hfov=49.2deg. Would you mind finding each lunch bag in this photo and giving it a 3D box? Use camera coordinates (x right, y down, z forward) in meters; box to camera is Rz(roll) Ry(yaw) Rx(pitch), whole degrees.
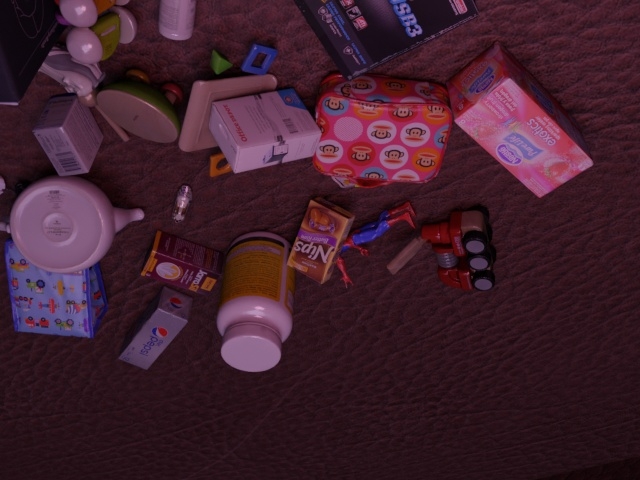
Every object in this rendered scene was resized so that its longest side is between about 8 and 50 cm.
[{"bbox_3d":[0.128,-0.223,1.524,0.293,0.120,0.258,6,133,-2],"label":"lunch bag"},{"bbox_3d":[-0.715,0.106,1.881,0.221,0.138,0.293,5,125,0],"label":"lunch bag"}]

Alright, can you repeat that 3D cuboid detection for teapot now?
[{"bbox_3d":[-0.610,-0.046,1.686,0.256,0.187,0.252,42,96,-11],"label":"teapot"}]

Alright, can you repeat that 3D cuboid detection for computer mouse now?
[{"bbox_3d":[-0.806,-0.133,1.695,0.193,0.042,0.106,26,130,-22],"label":"computer mouse"}]

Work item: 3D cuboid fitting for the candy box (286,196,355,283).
[{"bbox_3d":[0.000,0.000,1.724,0.109,0.053,0.186,28,114,17],"label":"candy box"}]

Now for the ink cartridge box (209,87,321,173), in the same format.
[{"bbox_3d":[-0.117,-0.231,1.457,0.191,0.139,0.082,-17,151,-26],"label":"ink cartridge box"}]

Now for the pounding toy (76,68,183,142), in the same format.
[{"bbox_3d":[-0.385,-0.304,1.497,0.237,0.110,0.183,6,155,38],"label":"pounding toy"}]

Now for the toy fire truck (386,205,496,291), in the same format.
[{"bbox_3d":[0.309,0.042,1.775,0.247,0.158,0.217,-3,136,21],"label":"toy fire truck"}]

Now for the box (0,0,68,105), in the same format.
[{"bbox_3d":[-0.618,-0.476,1.184,0.212,0.293,0.395,1,134,2],"label":"box"}]

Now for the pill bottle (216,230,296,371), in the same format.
[{"bbox_3d":[-0.159,0.151,1.750,0.188,0.333,0.187,1,134,1],"label":"pill bottle"}]

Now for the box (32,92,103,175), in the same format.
[{"bbox_3d":[-0.546,-0.232,1.525,0.072,0.137,0.126,-7,133,10],"label":"box"}]

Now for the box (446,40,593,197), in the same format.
[{"bbox_3d":[0.419,-0.248,1.473,0.300,0.154,0.142,34,126,-28],"label":"box"}]

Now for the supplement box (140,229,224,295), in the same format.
[{"bbox_3d":[-0.363,0.062,1.845,0.188,0.080,0.104,20,131,-18],"label":"supplement box"}]

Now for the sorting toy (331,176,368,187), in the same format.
[{"bbox_3d":[0.067,-0.149,1.665,0.075,0.044,0.083,-17,134,43],"label":"sorting toy"}]

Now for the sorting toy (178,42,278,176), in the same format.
[{"bbox_3d":[-0.204,-0.279,1.498,0.196,0.047,0.347,-14,144,-37],"label":"sorting toy"}]

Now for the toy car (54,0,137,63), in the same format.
[{"bbox_3d":[-0.443,-0.435,1.329,0.136,0.159,0.182,22,136,15],"label":"toy car"}]

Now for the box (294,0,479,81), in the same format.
[{"bbox_3d":[0.105,-0.484,1.312,0.293,0.073,0.295,-21,131,22],"label":"box"}]

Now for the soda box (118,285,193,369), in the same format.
[{"bbox_3d":[-0.480,0.258,2.031,0.098,0.091,0.286,27,129,-21],"label":"soda box"}]

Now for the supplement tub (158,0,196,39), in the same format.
[{"bbox_3d":[-0.276,-0.452,1.352,0.071,0.071,0.107,11,133,-9],"label":"supplement tub"}]

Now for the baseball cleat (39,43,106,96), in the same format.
[{"bbox_3d":[-0.534,-0.378,1.437,0.206,0.109,0.072,38,158,2],"label":"baseball cleat"}]

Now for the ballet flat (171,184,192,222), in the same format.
[{"bbox_3d":[-0.342,-0.086,1.730,0.041,0.041,0.114,15,132,-13],"label":"ballet flat"}]

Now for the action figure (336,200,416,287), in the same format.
[{"bbox_3d":[0.121,0.016,1.772,0.281,0.091,0.139,-20,114,20],"label":"action figure"}]
